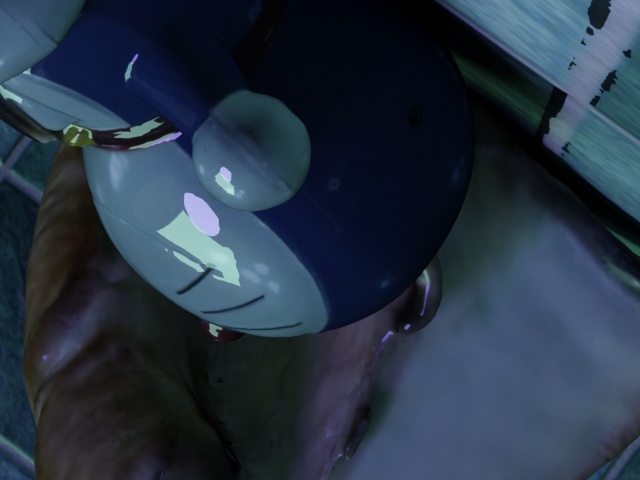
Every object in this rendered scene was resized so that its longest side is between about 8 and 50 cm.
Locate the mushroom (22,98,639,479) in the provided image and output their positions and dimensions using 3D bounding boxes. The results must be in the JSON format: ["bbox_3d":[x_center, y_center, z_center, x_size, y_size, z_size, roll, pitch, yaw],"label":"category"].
[{"bbox_3d":[-0.035,0.024,1.056,0.224,0.313,0.397,40,-177,-37],"label":"mushroom"}]

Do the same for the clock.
[{"bbox_3d":[-0.045,-0.061,0.723,0.243,0.146,0.199,41,-178,-38],"label":"clock"}]
